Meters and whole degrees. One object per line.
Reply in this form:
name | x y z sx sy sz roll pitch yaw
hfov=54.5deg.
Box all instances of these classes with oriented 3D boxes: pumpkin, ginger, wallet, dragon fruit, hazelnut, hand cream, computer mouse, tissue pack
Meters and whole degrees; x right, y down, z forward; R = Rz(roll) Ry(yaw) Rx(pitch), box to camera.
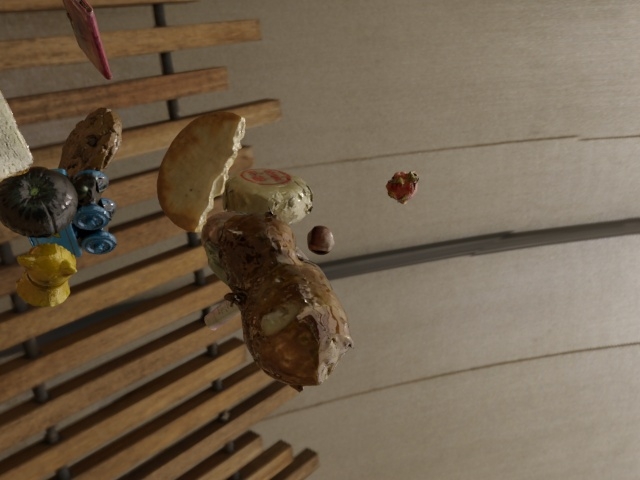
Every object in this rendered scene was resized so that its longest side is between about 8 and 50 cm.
pumpkin | -0.735 -0.098 1.611 0.202 0.202 0.140 54 -30 12
ginger | -0.082 0.086 1.097 0.176 0.418 0.254 -40 -63 10
wallet | -0.499 -0.448 1.324 0.119 0.025 0.232 49 -19 9
dragon fruit | 0.229 -0.151 1.692 0.116 0.086 0.081 -39 -115 41
hazelnut | 0.000 0.000 1.773 0.086 0.086 0.086 20 -60 38
hand cream | -0.311 0.233 2.387 0.312 0.070 0.111 -35 -132 18
computer mouse | -0.159 0.041 1.576 0.389 0.199 0.115 34 -15 22
tissue pack | -0.548 -0.182 0.946 0.226 0.092 0.183 7 -58 40

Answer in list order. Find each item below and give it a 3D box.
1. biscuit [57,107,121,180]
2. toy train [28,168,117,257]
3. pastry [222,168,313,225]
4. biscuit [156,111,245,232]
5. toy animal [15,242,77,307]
biscuit | -0.750 -0.303 2.003 0.295 0.075 0.296 -17 -123 29
toy train | -0.764 -0.073 1.896 0.300 0.264 0.188 104 -23 -57
pastry | -0.153 -0.124 1.815 0.264 0.264 0.133 27 -61 34
biscuit | -0.308 -0.180 1.537 0.204 0.040 0.309 18 -96 29
toy animal | -0.762 0.104 1.721 0.156 0.156 0.230 50 -43 16
